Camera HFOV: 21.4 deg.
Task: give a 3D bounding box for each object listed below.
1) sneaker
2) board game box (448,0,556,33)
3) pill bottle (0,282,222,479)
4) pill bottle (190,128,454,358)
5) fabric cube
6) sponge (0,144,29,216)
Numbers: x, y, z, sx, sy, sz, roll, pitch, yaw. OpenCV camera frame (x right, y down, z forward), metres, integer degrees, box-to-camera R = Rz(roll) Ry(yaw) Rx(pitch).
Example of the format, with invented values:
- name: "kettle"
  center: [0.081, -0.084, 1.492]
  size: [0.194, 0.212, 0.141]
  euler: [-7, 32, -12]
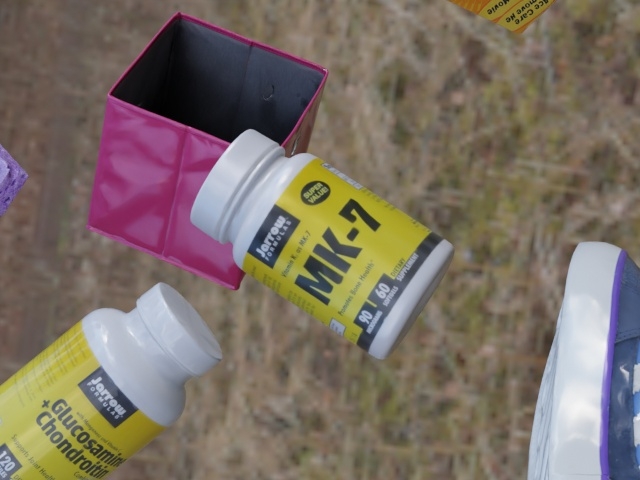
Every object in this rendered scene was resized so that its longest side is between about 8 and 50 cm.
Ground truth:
- name: "sneaker"
  center: [0.244, 0.137, 0.978]
  size: [0.323, 0.236, 0.130]
  euler: [-76, -6, -51]
- name: "board game box"
  center: [0.172, -0.519, 1.869]
  size: [0.356, 0.356, 0.356]
  euler: [-43, 44, 34]
- name: "pill bottle"
  center: [-0.166, 0.116, 1.254]
  size: [0.184, 0.103, 0.103]
  euler: [-39, 21, 7]
- name: "pill bottle"
  center: [0.000, 0.000, 1.464]
  size: [0.119, 0.208, 0.119]
  euler: [-56, -8, -12]
- name: "fabric cube"
  center: [-0.165, -0.132, 2.489]
  size: [0.254, 0.259, 0.258]
  euler: [-60, -11, -49]
- name: "sponge"
  center: [-0.385, -0.070, 1.771]
  size: [0.210, 0.031, 0.117]
  euler: [42, 104, 44]
